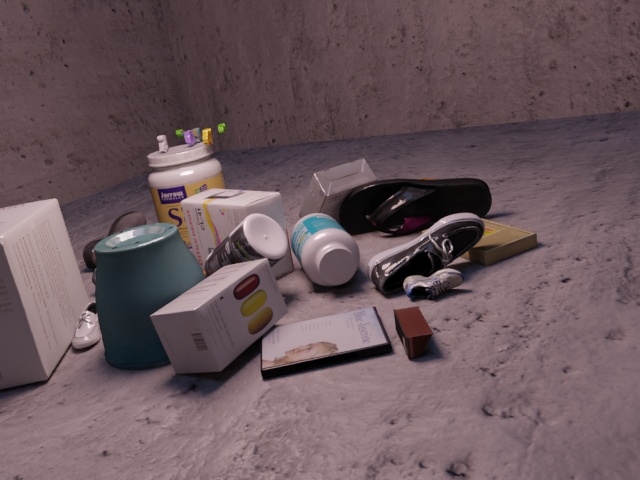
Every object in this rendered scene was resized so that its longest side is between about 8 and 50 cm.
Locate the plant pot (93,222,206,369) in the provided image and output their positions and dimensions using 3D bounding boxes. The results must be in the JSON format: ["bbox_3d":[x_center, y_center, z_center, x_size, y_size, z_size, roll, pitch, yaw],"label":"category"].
[{"bbox_3d":[-0.375,0.105,1.391,0.271,0.255,0.272,-10,17,3],"label":"plant pot"}]

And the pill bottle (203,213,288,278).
[{"bbox_3d":[-0.199,0.050,1.543,0.245,0.130,0.130,-40,-2,37],"label":"pill bottle"}]

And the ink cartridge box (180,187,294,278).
[{"bbox_3d":[-0.232,-0.018,1.738,0.306,0.226,0.131,6,23,44],"label":"ink cartridge box"}]

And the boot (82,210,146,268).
[{"bbox_3d":[-0.619,0.003,2.126,0.222,0.118,0.338,-2,30,18],"label":"boot"}]

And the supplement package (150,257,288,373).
[{"bbox_3d":[-0.201,0.151,1.296,0.133,0.139,0.244,-11,17,36],"label":"supplement package"}]

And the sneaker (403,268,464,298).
[{"bbox_3d":[0.251,0.104,1.379,0.135,0.052,0.058,-14,26,14],"label":"sneaker"}]

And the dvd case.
[{"bbox_3d":[0.004,0.200,1.256,0.252,0.022,0.180,-11,17,-2],"label":"dvd case"}]

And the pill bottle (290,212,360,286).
[{"bbox_3d":[0.013,0.027,1.580,0.146,0.146,0.264,-14,17,-9],"label":"pill bottle"}]

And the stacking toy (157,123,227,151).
[{"bbox_3d":[-0.407,-0.332,2.016,0.166,0.052,0.221,-6,16,10],"label":"stacking toy"}]

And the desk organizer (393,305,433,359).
[{"bbox_3d":[0.177,0.173,1.196,0.050,0.047,0.130,-9,18,-1],"label":"desk organizer"}]

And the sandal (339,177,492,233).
[{"bbox_3d":[0.266,-0.095,1.806,0.445,0.168,0.107,-7,36,12],"label":"sandal"}]

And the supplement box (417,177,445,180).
[{"bbox_3d":[0.311,-0.137,2.019,0.188,0.081,0.104,-26,23,-38],"label":"supplement box"}]

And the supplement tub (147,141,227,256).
[{"bbox_3d":[-0.417,-0.133,2.027,0.240,0.332,0.241,-10,18,3],"label":"supplement tub"}]

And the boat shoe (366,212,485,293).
[{"bbox_3d":[0.260,0.034,1.459,0.306,0.113,0.105,-20,27,-10],"label":"boat shoe"}]

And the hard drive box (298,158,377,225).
[{"bbox_3d":[0.049,-0.130,1.933,0.181,0.089,0.232,-19,-24,-25],"label":"hard drive box"}]

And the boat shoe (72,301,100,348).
[{"bbox_3d":[-0.562,0.201,1.519,0.066,0.063,0.184,-11,17,1],"label":"boat shoe"}]

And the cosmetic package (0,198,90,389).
[{"bbox_3d":[-0.776,0.125,1.451,0.329,0.328,0.394,-12,17,-4],"label":"cosmetic package"}]

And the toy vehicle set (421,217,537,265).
[{"bbox_3d":[0.406,-0.006,1.629,0.165,0.035,0.267,-18,19,-21],"label":"toy vehicle set"}]

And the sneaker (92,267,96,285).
[{"bbox_3d":[-0.514,0.091,1.766,0.282,0.110,0.122,-10,21,3],"label":"sneaker"}]
